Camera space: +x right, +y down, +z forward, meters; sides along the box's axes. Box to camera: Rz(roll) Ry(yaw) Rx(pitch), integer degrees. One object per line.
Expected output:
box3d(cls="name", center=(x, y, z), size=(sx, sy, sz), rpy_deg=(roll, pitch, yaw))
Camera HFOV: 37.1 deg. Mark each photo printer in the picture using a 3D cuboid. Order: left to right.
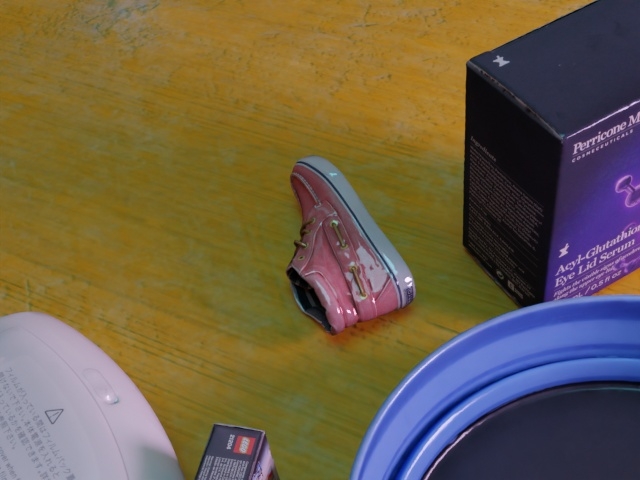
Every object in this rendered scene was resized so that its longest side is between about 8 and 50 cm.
box3d(cls="photo printer", center=(-0.249, 0.197, 0.641), size=(0.307, 0.107, 0.256), rpy_deg=(-31, 52, -19))

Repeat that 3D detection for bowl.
box3d(cls="bowl", center=(0.208, 0.200, 0.571), size=(0.391, 0.077, 0.391), rpy_deg=(-2, 45, 2))

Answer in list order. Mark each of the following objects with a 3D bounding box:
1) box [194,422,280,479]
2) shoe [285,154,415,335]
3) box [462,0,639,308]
box3d(cls="box", center=(-0.068, 0.230, 0.582), size=(0.036, 0.114, 0.207), rpy_deg=(6, 50, 14))
box3d(cls="shoe", center=(0.000, 0.000, 0.803), size=(0.081, 0.063, 0.178), rpy_deg=(-23, 54, -18))
box3d(cls="box", center=(0.200, -0.062, 0.732), size=(0.153, 0.207, 0.108), rpy_deg=(-28, 51, -15))
